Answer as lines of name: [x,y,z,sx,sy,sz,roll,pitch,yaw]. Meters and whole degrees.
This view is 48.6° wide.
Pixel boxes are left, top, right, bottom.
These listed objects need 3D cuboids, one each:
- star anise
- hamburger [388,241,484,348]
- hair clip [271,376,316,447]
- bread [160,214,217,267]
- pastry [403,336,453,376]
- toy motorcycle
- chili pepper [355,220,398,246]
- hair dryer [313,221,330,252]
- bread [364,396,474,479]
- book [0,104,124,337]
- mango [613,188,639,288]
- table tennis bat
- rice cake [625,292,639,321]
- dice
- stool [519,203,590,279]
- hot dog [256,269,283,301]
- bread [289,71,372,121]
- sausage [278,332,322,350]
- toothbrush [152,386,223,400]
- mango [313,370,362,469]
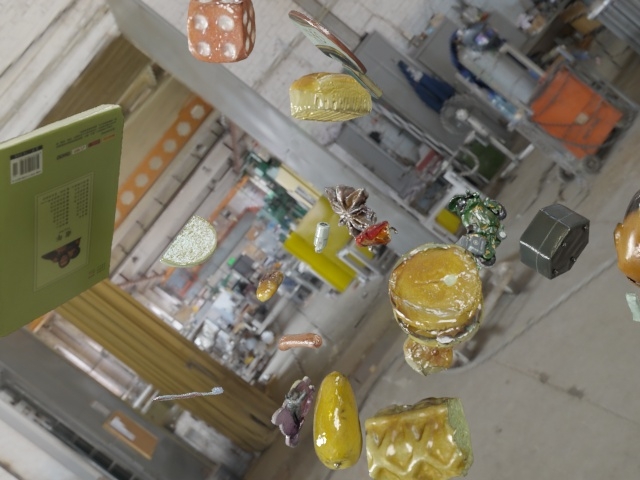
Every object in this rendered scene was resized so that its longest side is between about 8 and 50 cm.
star anise: [0.103,-0.080,2.090,0.089,0.209,0.231,-38,-41,-16]
hamburger: [0.206,0.092,1.259,0.177,0.185,0.113,-40,-34,-1]
hair clip: [-0.055,0.391,1.668,0.146,0.056,0.187,-60,-18,-28]
bread: [-0.341,0.017,1.937,0.036,0.112,0.193,103,-169,-48]
pastry: [0.310,0.311,2.027,0.153,0.153,0.081,-53,1,-21]
toy motorcycle: [0.459,-0.040,2.118,0.125,0.187,0.274,119,173,-54]
chili pepper: [0.135,-0.011,1.753,0.268,0.050,0.059,-21,-70,-61]
hair dryer: [0.000,0.000,2.447,0.137,0.047,0.082,-76,-3,-62]
bread: [0.252,0.502,1.780,0.252,0.196,0.238,-22,-4,21]
book: [-0.413,-0.029,1.099,0.239,0.035,0.352,-38,-28,-50]
mango: [0.737,-0.008,1.503,0.153,0.201,0.287,-25,-30,-23]
table tennis bat: [0.042,-0.380,1.464,0.022,0.173,0.301,-53,-40,4]
rice cake: [0.715,0.151,1.611,0.022,0.121,0.021,-1,58,32]
dice: [-0.292,-0.631,2.085,0.175,0.174,0.179,-74,-15,-53]
stool: [0.757,0.002,2.288,0.232,0.141,0.232,-28,-44,-31]
hot dog: [-0.130,0.110,1.758,0.066,0.047,0.215,-45,3,8]
bread: [0.024,-0.354,1.746,0.140,0.106,0.236,-6,3,36]
sausage: [-0.057,0.257,1.805,0.186,0.043,0.043,-17,32,56]
toothbrush: [-0.339,0.397,1.823,0.019,0.193,0.013,48,129,45]
mango: [0.032,0.360,1.422,0.137,0.098,0.195,19,-114,-83]
